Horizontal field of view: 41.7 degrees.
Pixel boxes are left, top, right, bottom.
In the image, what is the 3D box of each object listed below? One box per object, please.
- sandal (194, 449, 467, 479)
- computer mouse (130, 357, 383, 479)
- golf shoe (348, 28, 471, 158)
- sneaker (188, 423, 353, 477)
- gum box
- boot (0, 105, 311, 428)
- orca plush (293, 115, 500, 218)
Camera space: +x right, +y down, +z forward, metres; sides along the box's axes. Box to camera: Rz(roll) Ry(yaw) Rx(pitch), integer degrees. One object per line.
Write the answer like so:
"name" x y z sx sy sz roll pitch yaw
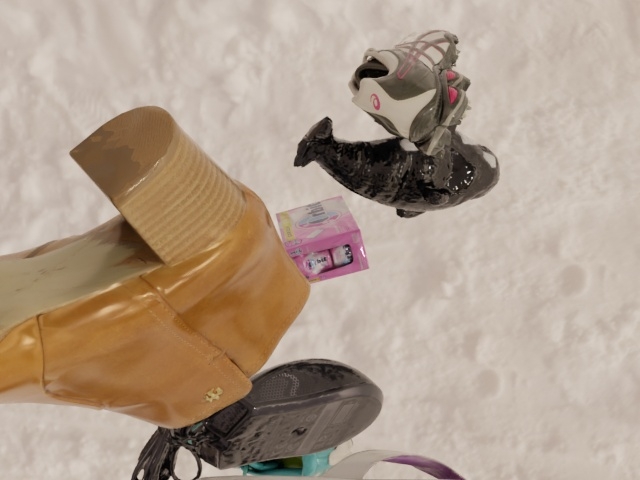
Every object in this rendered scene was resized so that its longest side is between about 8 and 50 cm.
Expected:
"sandal" 0.069 0.252 0.776 0.416 0.102 0.169 6 125 4
"computer mouse" -0.054 0.167 0.863 0.188 0.272 0.072 -58 46 32
"golf shoe" 0.097 -0.198 0.978 0.120 0.273 0.105 20 116 -10
"sneaker" -0.088 0.279 1.170 0.275 0.110 0.107 -4 88 36
"gum box" 0.000 0.000 1.214 0.107 0.188 0.062 -16 109 -2
"boot" -0.145 0.074 0.487 0.295 0.211 0.104 -37 52 -5
"orca plush" 0.119 -0.088 1.021 0.151 0.287 0.102 -60 36 15
